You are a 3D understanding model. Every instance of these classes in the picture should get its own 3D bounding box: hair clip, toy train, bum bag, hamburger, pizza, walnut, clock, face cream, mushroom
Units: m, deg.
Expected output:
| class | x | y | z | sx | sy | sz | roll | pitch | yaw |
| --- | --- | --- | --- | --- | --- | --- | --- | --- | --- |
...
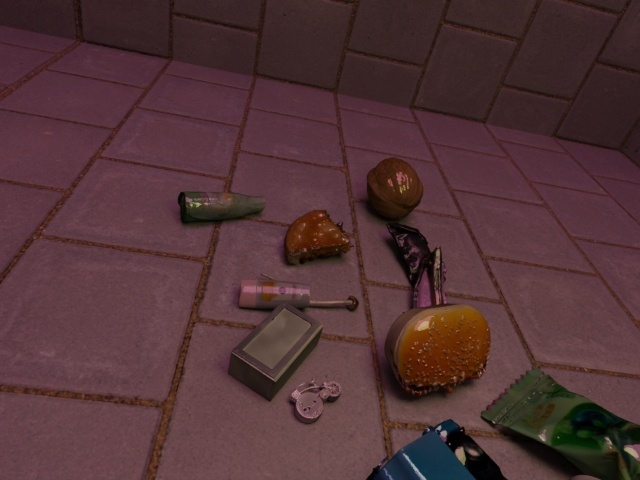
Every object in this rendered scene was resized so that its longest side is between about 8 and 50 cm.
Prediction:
| class | x | y | z | sx | sy | sz | roll | pitch | yaw |
| --- | --- | --- | --- | --- | --- | --- | --- | --- | --- |
| hair clip | 0.350 | 0.173 | 1.427 | 0.110 | 0.095 | 0.359 | 28 | 51 | -26 |
| toy train | 0.178 | 0.470 | 0.807 | 0.265 | 0.300 | 0.188 | -4 | 39 | -41 |
| bum bag | 0.333 | 0.049 | 1.606 | 0.137 | 0.074 | 0.310 | -2 | 53 | -23 |
| hamburger | 0.309 | 0.273 | 1.186 | 0.295 | 0.227 | 0.151 | -5 | 17 | -21 |
| pizza | 0.000 | 0.000 | 1.550 | 0.228 | 0.081 | 0.289 | 14 | 36 | 9 |
| walnut | 0.284 | -0.205 | 1.808 | 0.225 | 0.225 | 0.261 | 3 | 42 | -16 |
| clock | -0.011 | 0.369 | 1.092 | 0.129 | 0.041 | 0.087 | -25 | 55 | -35 |
| face cream | -0.129 | 0.152 | 1.305 | 0.198 | 0.057 | 0.084 | 3 | 63 | -7 |
| mushroom | -0.036 | 0.161 | 1.365 | 0.306 | 0.043 | 0.068 | 14 | 24 | -1 |

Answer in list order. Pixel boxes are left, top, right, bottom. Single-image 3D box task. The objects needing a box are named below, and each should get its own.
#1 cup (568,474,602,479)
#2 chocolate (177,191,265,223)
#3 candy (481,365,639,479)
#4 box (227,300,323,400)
| class | x | y | z | sx | sy | sz | roll | pitch | yaw |
| --- | --- | --- | --- | --- | --- | --- | --- | --- | --- |
| cup | 0.541 | 0.597 | 0.936 | 0.142 | 0.173 | 0.134 | -22 | 18 | -37 |
| chocolate | -0.331 | -0.121 | 1.585 | 0.291 | 0.110 | 0.110 | -5 | 41 | -29 |
| candy | 0.628 | 0.460 | 1.105 | 0.263 | 0.172 | 0.398 | -14 | 32 | -40 |
| box | -0.107 | 0.268 | 1.156 | 0.129 | 0.086 | 0.225 | 28 | 37 | 17 |
